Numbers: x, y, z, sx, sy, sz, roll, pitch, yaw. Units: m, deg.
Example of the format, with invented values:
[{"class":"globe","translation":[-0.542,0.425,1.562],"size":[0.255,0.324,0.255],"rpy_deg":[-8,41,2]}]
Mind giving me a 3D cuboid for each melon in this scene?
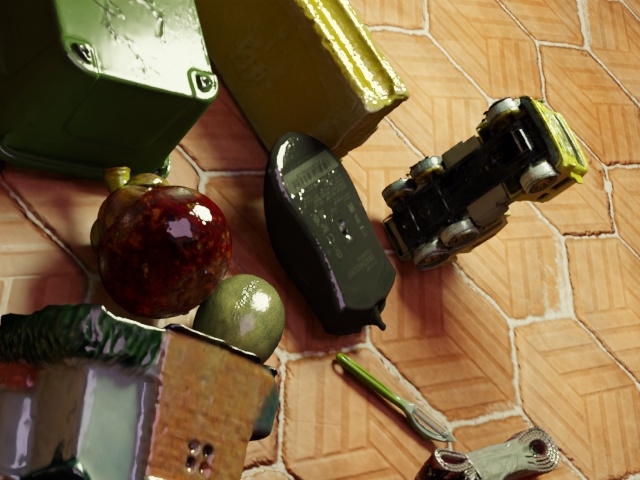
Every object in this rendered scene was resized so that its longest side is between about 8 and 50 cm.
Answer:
[{"class":"melon","translation":[-0.089,0.093,1.602],"size":[0.098,0.098,0.131],"rpy_deg":[42,35,-11]}]

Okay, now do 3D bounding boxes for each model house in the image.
[{"class":"model house","translation":[-0.191,0.220,1.362],"size":[0.253,0.184,0.291],"rpy_deg":[27,57,-36]}]

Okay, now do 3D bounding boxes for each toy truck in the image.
[{"class":"toy truck","translation":[0.216,-0.066,1.907],"size":[0.157,0.272,0.124],"rpy_deg":[4,56,-54]}]

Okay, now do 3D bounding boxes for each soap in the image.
[{"class":"soap","translation":[-0.045,-0.247,1.854],"size":[0.091,0.199,0.315],"rpy_deg":[-23,77,-47]}]

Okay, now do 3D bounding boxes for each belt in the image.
[{"class":"belt","translation":[0.210,0.275,1.787],"size":[0.232,0.053,0.071],"rpy_deg":[-4,63,-47]}]

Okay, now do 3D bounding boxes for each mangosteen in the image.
[{"class":"mangosteen","translation":[-0.187,0.002,1.565],"size":[0.181,0.156,0.146],"rpy_deg":[27,62,17]}]

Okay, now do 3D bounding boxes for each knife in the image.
[{"class":"knife","translation":[0.089,0.192,1.760],"size":[0.184,0.026,0.022],"rpy_deg":[39,-1,-11]}]

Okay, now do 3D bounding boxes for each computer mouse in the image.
[{"class":"computer mouse","translation":[0.000,0.000,1.775],"size":[0.147,0.088,0.264],"rpy_deg":[-30,92,-50]}]

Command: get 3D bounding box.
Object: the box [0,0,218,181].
[{"class":"box","translation":[-0.262,-0.245,1.648],"size":[0.252,0.178,0.329],"rpy_deg":[7,54,-40]}]
